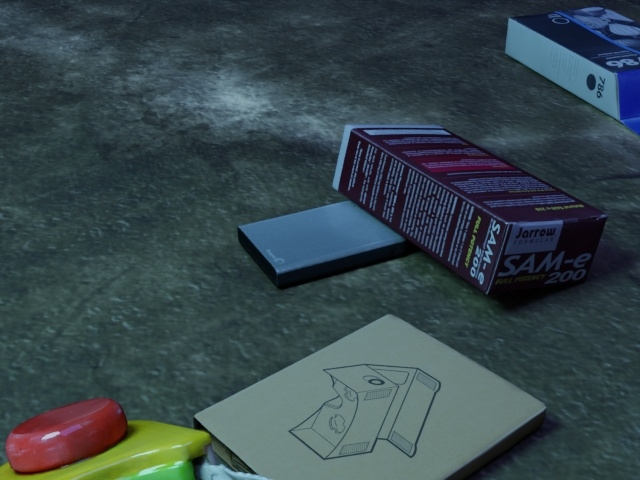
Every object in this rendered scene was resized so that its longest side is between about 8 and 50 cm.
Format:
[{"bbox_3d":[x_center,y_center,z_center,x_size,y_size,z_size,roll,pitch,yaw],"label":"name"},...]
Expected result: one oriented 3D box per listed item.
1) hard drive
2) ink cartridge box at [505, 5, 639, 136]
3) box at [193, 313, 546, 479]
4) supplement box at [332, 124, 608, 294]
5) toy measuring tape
[{"bbox_3d":[0.000,0.000,0.898,0.135,0.022,0.094,-15,33,-22],"label":"hard drive"},{"bbox_3d":[0.403,-0.238,1.266,0.166,0.065,0.332,-11,33,-18],"label":"ink cartridge box"},{"bbox_3d":[0.035,0.130,0.678,0.201,0.021,0.164,-24,38,-34],"label":"box"},{"bbox_3d":[0.133,-0.038,0.892,0.130,0.073,0.239,-4,27,-34],"label":"supplement box"},{"bbox_3d":[-0.102,0.148,0.487,0.121,0.121,0.330,-22,8,-33],"label":"toy measuring tape"}]
